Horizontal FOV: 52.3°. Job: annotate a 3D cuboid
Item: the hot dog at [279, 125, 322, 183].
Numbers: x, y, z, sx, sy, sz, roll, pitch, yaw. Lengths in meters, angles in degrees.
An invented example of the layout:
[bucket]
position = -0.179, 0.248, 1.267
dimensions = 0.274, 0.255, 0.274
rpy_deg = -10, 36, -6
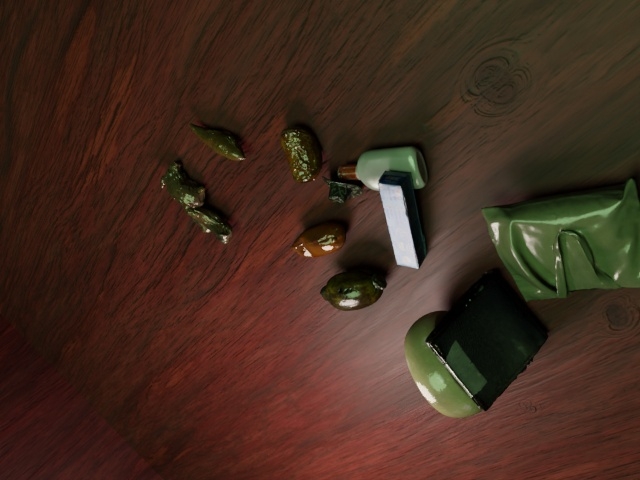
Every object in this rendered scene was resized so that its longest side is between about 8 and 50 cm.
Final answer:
[hot dog]
position = -0.051, -0.218, 1.645
dimensions = 0.099, 0.065, 0.147
rpy_deg = -14, 101, 41

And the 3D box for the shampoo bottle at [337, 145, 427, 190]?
[shampoo bottle]
position = 0.143, -0.167, 1.551
dimensions = 0.221, 0.051, 0.108
rpy_deg = 0, 125, 35

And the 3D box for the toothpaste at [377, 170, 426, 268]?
[toothpaste]
position = 0.200, -0.045, 1.563
dimensions = 0.066, 0.053, 0.272
rpy_deg = 12, 140, 31

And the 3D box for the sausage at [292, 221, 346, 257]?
[sausage]
position = 0.000, 0.000, 1.761
dimensions = 0.179, 0.089, 0.089
rpy_deg = -15, 111, 45

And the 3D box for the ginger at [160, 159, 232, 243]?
[ginger]
position = -0.364, -0.106, 1.954
dimensions = 0.122, 0.084, 0.290
rpy_deg = -41, 89, 24

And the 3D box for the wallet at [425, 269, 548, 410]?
[wallet]
position = 0.390, 0.230, 1.524
dimensions = 0.221, 0.262, 0.071
rpy_deg = 51, 155, -8

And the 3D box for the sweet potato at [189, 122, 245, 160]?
[sweet potato]
position = -0.277, -0.272, 1.778
dimensions = 0.206, 0.060, 0.068
rpy_deg = 27, 96, 19

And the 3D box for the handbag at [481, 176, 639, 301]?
[handbag]
position = 0.524, 0.010, 1.368
dimensions = 0.316, 0.109, 0.253
rpy_deg = -13, 116, 34

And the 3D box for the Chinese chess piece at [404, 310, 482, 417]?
[Chinese chess piece]
position = 0.324, 0.303, 1.612
dimensions = 0.102, 0.273, 0.273
rpy_deg = -35, 97, 31

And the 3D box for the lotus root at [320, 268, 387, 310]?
[lotus root]
position = 0.084, 0.136, 1.764
dimensions = 0.209, 0.120, 0.120
rpy_deg = -15, 111, 38

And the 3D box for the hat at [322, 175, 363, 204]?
[hat]
position = 0.046, -0.120, 1.629
dimensions = 0.121, 0.050, 0.121
rpy_deg = 22, 171, 4
